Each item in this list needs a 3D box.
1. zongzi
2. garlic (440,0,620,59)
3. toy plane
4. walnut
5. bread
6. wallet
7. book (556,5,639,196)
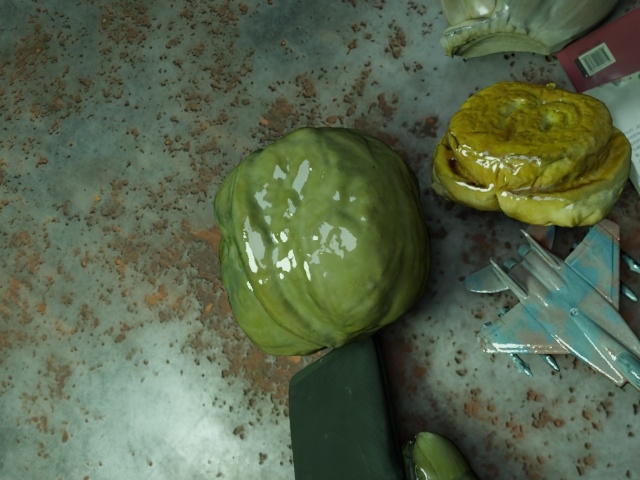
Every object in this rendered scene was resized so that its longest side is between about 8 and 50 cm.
[{"bbox_3d":[0.118,0.377,0.961,0.242,0.112,0.221,-44,54,21],"label":"zongzi"},{"bbox_3d":[0.275,-0.370,1.064,0.237,0.210,0.292,1,74,60],"label":"garlic"},{"bbox_3d":[0.321,0.108,0.934,0.223,0.104,0.326,-45,63,7],"label":"toy plane"},{"bbox_3d":[-0.002,0.001,1.010,0.282,0.253,0.277,-14,72,17],"label":"walnut"},{"bbox_3d":[0.258,-0.108,0.979,0.236,0.120,0.198,16,45,25],"label":"bread"},{"bbox_3d":[0.029,0.248,1.010,0.168,0.052,0.245,-35,43,28],"label":"wallet"},{"bbox_3d":[0.428,-0.188,1.010,0.162,0.022,0.232,-29,69,16],"label":"book"}]
